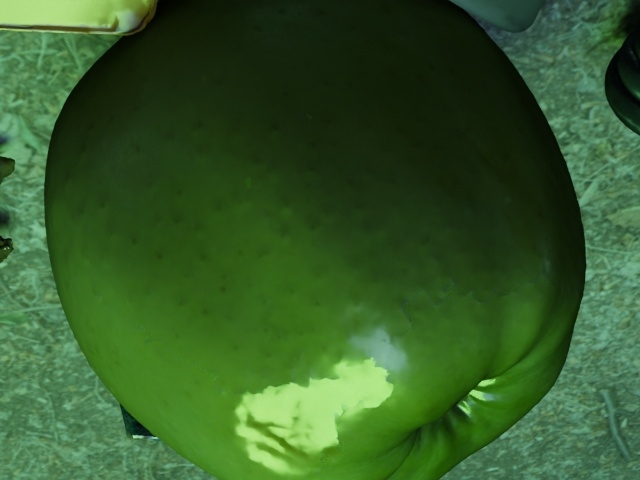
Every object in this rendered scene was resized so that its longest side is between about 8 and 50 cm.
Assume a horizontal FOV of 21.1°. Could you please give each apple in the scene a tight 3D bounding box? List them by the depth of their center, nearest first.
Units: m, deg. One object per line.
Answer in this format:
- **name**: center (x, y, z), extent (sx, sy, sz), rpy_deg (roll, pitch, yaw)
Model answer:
- **apple**: center (0.000, 0.000, 1.435), extent (0.474, 0.473, 0.473), rpy_deg (-5, 134, -5)

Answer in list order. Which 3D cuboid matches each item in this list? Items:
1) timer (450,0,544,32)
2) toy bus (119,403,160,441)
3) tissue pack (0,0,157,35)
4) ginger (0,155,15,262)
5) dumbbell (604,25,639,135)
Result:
- **timer**: center (0.134, -0.375, 1.405), extent (0.291, 0.291, 0.315), rpy_deg (27, 104, -31)
- **toy bus**: center (-0.142, 0.058, 1.815), extent (0.194, 0.161, 0.323), rpy_deg (-7, 136, -1)
- **tissue pack**: center (-0.225, -0.302, 1.369), extent (0.195, 0.274, 0.145), rpy_deg (0, 135, -10)
- **ginger**: center (-0.365, -0.081, 1.689), extent (0.122, 0.084, 0.290), rpy_deg (-1, 134, -1)
- **dumbbell**: center (0.369, -0.250, 1.597), extent (0.179, 0.179, 0.406), rpy_deg (-4, 135, -6)
